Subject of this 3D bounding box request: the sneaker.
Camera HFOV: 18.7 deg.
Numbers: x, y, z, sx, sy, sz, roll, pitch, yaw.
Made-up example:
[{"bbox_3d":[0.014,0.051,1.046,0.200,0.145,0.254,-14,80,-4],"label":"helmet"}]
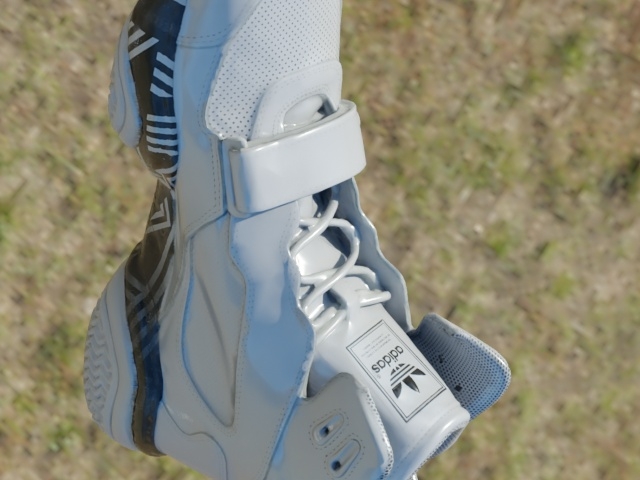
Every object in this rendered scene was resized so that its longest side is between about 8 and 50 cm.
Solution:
[{"bbox_3d":[0.000,0.000,1.001,0.137,0.210,0.365,-30,142,-46],"label":"sneaker"}]
